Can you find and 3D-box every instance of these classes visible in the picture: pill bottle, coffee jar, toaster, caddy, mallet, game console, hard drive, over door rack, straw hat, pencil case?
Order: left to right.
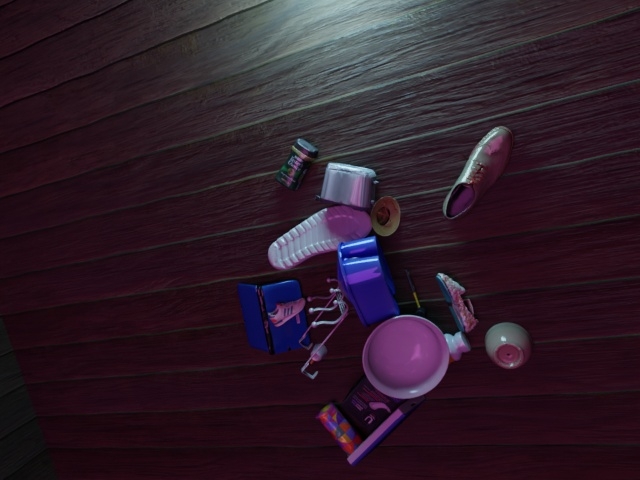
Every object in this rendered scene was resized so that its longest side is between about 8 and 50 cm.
[{"bbox_3d":[-0.199,0.308,2.029,0.250,0.173,0.292,-11,100,-9],"label":"game console"},{"bbox_3d":[-0.087,-0.285,1.818,0.096,0.079,0.184,35,111,9],"label":"coffee jar"},{"bbox_3d":[-0.013,0.318,1.827,0.108,0.239,0.324,23,104,-12],"label":"over door rack"},{"bbox_3d":[0.085,0.787,2.001,0.104,0.104,0.236,-40,87,23],"label":"pencil case"},{"bbox_3d":[0.096,-0.196,1.748,0.227,0.129,0.146,15,103,24],"label":"toaster"},{"bbox_3d":[0.154,0.148,1.717,0.179,0.241,0.341,-17,125,11],"label":"caddy"},{"bbox_3d":[0.220,-0.089,1.757,0.061,0.145,0.144,9,110,58],"label":"straw hat"},{"bbox_3d":[0.255,0.723,1.862,0.040,0.210,0.318,47,114,23],"label":"hard drive"},{"bbox_3d":[0.352,0.199,1.802,0.039,0.062,0.189,-20,80,22],"label":"mallet"},{"bbox_3d":[0.449,0.404,1.772,0.184,0.103,0.103,-32,90,24],"label":"pill bottle"}]

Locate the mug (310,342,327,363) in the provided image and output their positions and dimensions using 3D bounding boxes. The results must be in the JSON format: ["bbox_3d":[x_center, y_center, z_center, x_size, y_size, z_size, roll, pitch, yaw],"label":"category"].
[{"bbox_3d":[-0.011,0.469,1.978,0.062,0.064,0.078,5,105,18],"label":"mug"}]

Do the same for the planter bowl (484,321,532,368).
[{"bbox_3d":[0.656,0.381,1.689,0.162,0.109,0.161,5,105,19],"label":"planter bowl"}]

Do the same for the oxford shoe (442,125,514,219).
[{"bbox_3d":[0.519,-0.207,1.586,0.123,0.130,0.348,30,111,11],"label":"oxford shoe"}]

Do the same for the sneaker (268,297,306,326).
[{"bbox_3d":[-0.135,0.269,1.917,0.161,0.057,0.075,-37,108,-1],"label":"sneaker"}]

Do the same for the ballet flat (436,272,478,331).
[{"bbox_3d":[0.492,0.213,1.736,0.077,0.091,0.240,-26,98,-7],"label":"ballet flat"}]

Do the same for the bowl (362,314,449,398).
[{"bbox_3d":[0.289,0.389,1.705,0.298,0.134,0.297,0,98,-2],"label":"bowl"}]

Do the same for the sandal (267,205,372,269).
[{"bbox_3d":[-0.005,-0.015,1.842,0.417,0.102,0.169,-21,78,8],"label":"sandal"}]

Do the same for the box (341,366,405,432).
[{"bbox_3d":[0.234,0.574,1.869,0.165,0.143,0.270,41,113,9],"label":"box"}]
